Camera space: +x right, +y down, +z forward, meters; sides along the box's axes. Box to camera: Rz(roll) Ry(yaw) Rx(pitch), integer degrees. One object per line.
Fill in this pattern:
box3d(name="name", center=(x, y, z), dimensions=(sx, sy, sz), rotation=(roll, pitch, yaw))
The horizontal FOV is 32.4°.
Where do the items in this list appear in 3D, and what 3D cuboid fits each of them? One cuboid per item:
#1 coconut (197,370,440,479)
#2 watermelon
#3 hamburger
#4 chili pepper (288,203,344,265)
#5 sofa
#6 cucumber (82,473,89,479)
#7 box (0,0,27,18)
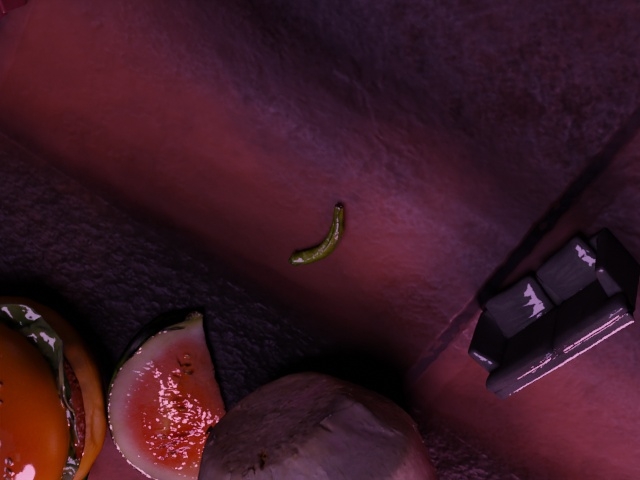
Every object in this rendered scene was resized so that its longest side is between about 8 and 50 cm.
box3d(name="coconut", center=(0.006, 0.253, 1.020), dimensions=(0.227, 0.227, 0.230), rotation=(-16, 112, 29))
box3d(name="watermelon", center=(-0.157, 0.173, 1.137), dimensions=(0.119, 0.063, 0.245), rotation=(2, 121, 5))
box3d(name="hamburger", center=(-0.346, 0.174, 1.109), dimensions=(0.246, 0.170, 0.246), rotation=(6, 105, 24))
box3d(name="chili pepper", center=(0.000, 0.000, 0.986), dimensions=(0.030, 0.017, 0.083), rotation=(44, 126, -7))
box3d(name="sofa", center=(0.187, 0.059, 0.906), dimensions=(0.060, 0.085, 0.147), rotation=(43, 126, -11))
box3d(name="cucumber", center=(-0.372, 0.261, 1.265), dimensions=(0.244, 0.063, 0.115), rotation=(-6, 95, 26))
box3d(name="box", center=(-0.340, -0.239, 0.946), dimensions=(0.156, 0.060, 0.111), rotation=(-1, 120, 19))
